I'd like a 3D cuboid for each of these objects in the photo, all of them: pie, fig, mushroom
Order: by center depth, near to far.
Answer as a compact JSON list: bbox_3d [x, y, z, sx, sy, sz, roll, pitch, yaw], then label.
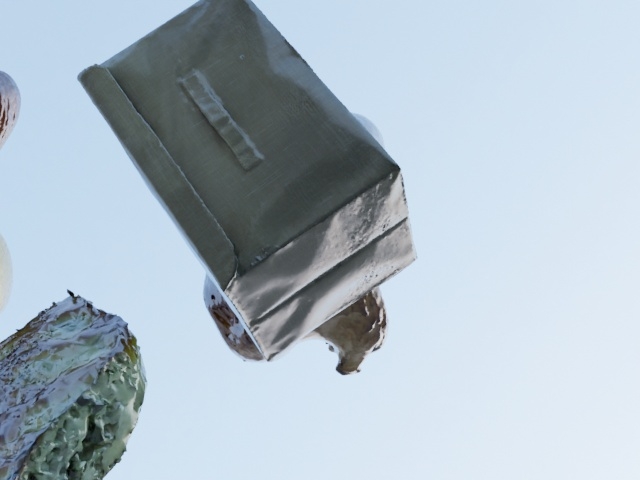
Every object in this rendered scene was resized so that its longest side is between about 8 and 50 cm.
[{"bbox_3d":[-0.317,0.194,0.999,0.288,0.354,0.103,-9,-54,44],"label":"pie"},{"bbox_3d":[-0.418,-0.142,1.162,0.119,0.153,0.119,-6,-23,-3],"label":"fig"},{"bbox_3d":[0.000,0.000,1.229,0.260,0.345,0.345,26,-64,6],"label":"mushroom"}]

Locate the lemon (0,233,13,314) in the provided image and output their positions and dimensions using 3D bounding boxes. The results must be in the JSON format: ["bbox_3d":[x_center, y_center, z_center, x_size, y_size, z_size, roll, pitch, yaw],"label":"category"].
[{"bbox_3d":[-0.507,0.041,1.299,0.187,0.187,0.244,1,-57,-13],"label":"lemon"}]

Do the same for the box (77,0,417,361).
[{"bbox_3d":[-0.056,-0.057,0.761,0.149,0.231,0.155,-34,-29,-7],"label":"box"}]
